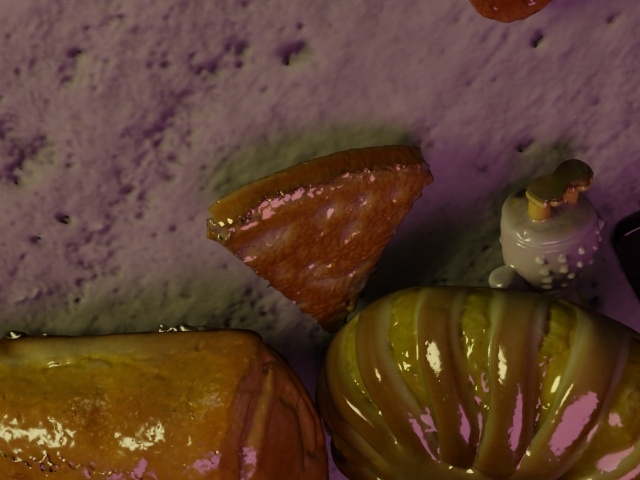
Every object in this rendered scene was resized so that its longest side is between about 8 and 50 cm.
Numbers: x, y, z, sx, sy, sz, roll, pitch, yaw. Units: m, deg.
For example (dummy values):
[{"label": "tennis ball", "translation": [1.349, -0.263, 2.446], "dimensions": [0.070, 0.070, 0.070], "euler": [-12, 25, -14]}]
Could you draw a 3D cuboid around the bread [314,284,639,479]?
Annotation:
[{"label": "bread", "translation": [0.144, 0.157, 1.466], "dimensions": [0.333, 0.160, 0.333], "euler": [15, 152, 8]}]

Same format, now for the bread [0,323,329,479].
[{"label": "bread", "translation": [-0.157, 0.229, 1.507], "dimensions": [0.337, 0.148, 0.328], "euler": [0, 132, 11]}]

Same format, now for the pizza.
[{"label": "pizza", "translation": [0.000, 0.000, 1.447], "dimensions": [0.188, 0.062, 0.199], "euler": [-13, 138, -10]}]

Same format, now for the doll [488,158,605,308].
[{"label": "doll", "translation": [0.190, 0.023, 1.485], "dimensions": [0.129, 0.081, 0.207], "euler": [-32, 138, -28]}]

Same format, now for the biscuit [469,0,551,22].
[{"label": "biscuit", "translation": [0.184, -0.250, 1.287], "dimensions": [0.192, 0.036, 0.186], "euler": [-12, 133, -1]}]

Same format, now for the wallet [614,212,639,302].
[{"label": "wallet", "translation": [0.313, 0.028, 1.555], "dimensions": [0.082, 0.018, 0.157], "euler": [-26, 129, 10]}]
